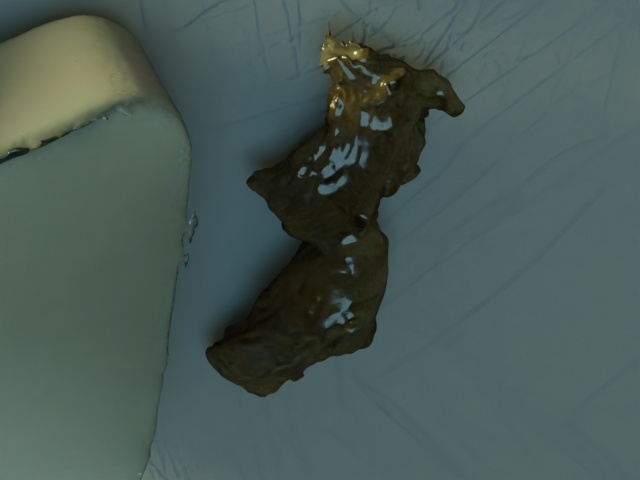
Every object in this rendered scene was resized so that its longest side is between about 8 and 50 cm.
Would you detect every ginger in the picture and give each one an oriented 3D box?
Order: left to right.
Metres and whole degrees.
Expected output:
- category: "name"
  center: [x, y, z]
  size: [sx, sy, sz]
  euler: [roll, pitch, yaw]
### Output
- category: "ginger"
  center: [0.001, -0.002, 1.307]
  size: [0.122, 0.084, 0.290]
  euler: [13, 116, -20]

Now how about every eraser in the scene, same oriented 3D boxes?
- category: "eraser"
  center: [-0.254, 0.023, 1.223]
  size: [0.331, 0.150, 0.331]
  euler: [-12, 126, -17]
